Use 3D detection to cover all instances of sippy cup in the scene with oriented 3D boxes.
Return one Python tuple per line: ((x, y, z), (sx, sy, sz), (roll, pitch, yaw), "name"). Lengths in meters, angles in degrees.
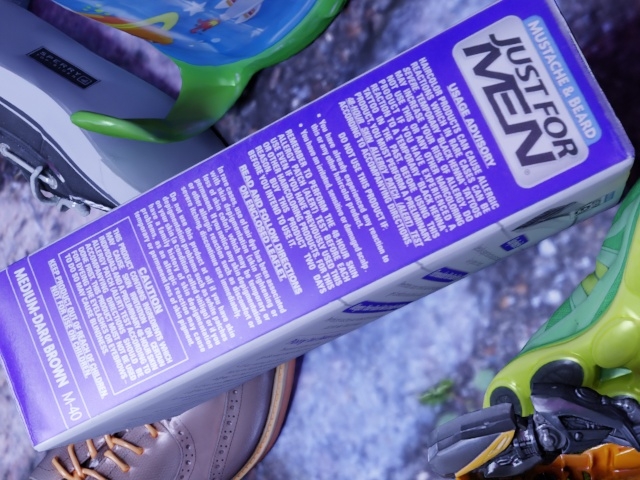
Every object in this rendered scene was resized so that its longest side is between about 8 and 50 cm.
((-0.116, -0.238, 0.612), (0.240, 0.224, 0.305), (-30, 79, 28), "sippy cup")

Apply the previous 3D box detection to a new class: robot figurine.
((0.190, 0.155, 0.469), (0.291, 0.085, 0.211), (-4, 133, 11), "robot figurine")

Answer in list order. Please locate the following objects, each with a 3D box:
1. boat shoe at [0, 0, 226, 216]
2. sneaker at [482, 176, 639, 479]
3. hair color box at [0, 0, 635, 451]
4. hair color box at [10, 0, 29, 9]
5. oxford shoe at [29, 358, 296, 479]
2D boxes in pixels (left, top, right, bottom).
((-0.195, -0.077, 0.731), (0.306, 0.113, 0.105), (32, 129, 6), "boat shoe")
((0.195, 0.040, 0.525), (0.109, 0.123, 0.295), (38, 130, 14), "sneaker")
((0.000, 0.000, 0.539), (0.339, 0.185, 0.110), (-25, 80, 12), "hair color box")
((-0.349, -0.272, 0.810), (0.185, 0.114, 0.374), (32, 108, 25), "hair color box")
((-0.134, 0.164, 0.707), (0.130, 0.133, 0.363), (36, 110, 24), "oxford shoe")
